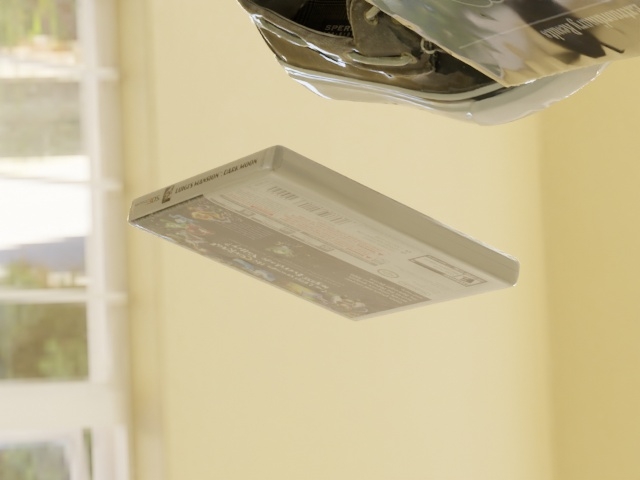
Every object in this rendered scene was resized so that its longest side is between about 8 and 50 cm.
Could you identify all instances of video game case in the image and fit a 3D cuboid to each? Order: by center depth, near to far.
[{"bbox_3d":[0.000,0.000,1.118,0.190,0.022,0.173,24,157,-29],"label":"video game case"}]

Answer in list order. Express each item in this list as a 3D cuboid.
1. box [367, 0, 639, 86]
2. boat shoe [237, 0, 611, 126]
[{"bbox_3d":[0.014,-0.260,0.764,0.395,0.212,0.293,31,175,-10],"label":"box"},{"bbox_3d":[0.060,-0.153,1.202,0.119,0.121,0.335,34,159,-37],"label":"boat shoe"}]
